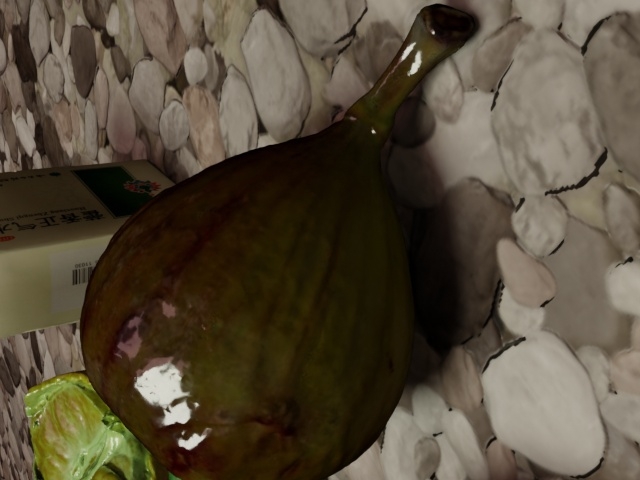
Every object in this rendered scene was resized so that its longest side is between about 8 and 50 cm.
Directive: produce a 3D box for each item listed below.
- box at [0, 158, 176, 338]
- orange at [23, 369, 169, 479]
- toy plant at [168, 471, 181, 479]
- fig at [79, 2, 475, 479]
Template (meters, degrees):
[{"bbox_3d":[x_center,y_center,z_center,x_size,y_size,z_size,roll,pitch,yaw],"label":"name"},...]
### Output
[{"bbox_3d":[-0.236,0.000,0.776,0.168,0.212,0.095,38,129,44],"label":"box"},{"bbox_3d":[-0.233,0.259,0.905,0.237,0.159,0.179,53,124,33],"label":"orange"},{"bbox_3d":[-0.096,0.328,0.692,0.317,0.211,0.355,31,112,50],"label":"toy plant"},{"bbox_3d":[0.000,0.000,0.498,0.320,0.217,0.217,-53,51,14],"label":"fig"}]
